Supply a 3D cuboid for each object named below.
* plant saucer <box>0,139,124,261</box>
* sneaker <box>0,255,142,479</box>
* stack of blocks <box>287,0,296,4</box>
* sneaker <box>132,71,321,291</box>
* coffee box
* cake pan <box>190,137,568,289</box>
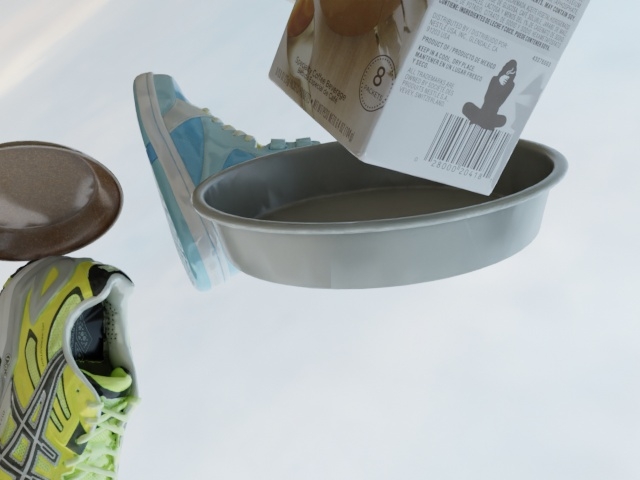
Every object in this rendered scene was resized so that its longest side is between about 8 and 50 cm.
[{"bbox_3d":[-0.316,-0.047,0.821,0.198,0.198,0.036,-28,-123,13],"label":"plant saucer"},{"bbox_3d":[-0.271,0.204,0.807,0.147,0.385,0.145,-9,172,38],"label":"sneaker"},{"bbox_3d":[-0.102,-0.386,0.790,0.087,0.297,0.171,158,-46,-78],"label":"stack of blocks"},{"bbox_3d":[-0.097,-0.098,0.903,0.208,0.127,0.319,-18,-121,-11],"label":"sneaker"},{"bbox_3d":[0.077,-0.169,0.410,0.141,0.098,0.247,49,-59,52],"label":"coffee box"},{"bbox_3d":[0.046,-0.032,0.609,0.293,0.054,0.293,-6,-162,2],"label":"cake pan"}]
